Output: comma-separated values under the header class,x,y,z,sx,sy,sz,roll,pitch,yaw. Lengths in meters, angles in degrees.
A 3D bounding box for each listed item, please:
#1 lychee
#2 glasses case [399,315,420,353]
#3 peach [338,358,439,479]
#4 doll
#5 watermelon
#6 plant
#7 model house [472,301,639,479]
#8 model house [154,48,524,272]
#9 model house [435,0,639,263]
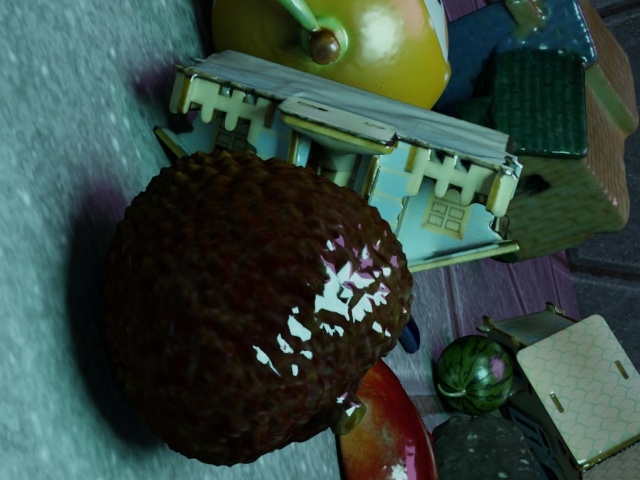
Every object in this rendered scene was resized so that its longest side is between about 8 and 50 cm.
class,x,y,z,sx,sy,sz,roll,pitch,yaw
lychee,-0.038,0.038,0.716,0.194,0.194,0.194,-17,90,-74
glasses case,0.095,0.093,1.398,0.083,0.023,0.033,59,23,-43
peach,0.074,0.197,1.145,0.189,0.068,0.279,49,28,-62
doll,0.003,-0.167,1.021,0.236,0.213,0.213,-56,128,-74
watermelon,0.188,0.167,1.505,0.109,0.109,0.109,-17,90,-74
plant,0.169,0.277,1.259,0.194,0.132,0.129,-91,164,-51
model house,0.324,0.252,1.579,0.326,0.169,0.244,71,-14,-10
model house,0.000,0.000,0.893,0.178,0.271,0.206,-59,166,-71
model house,0.320,-0.211,2.022,0.342,0.334,0.382,44,36,-41
